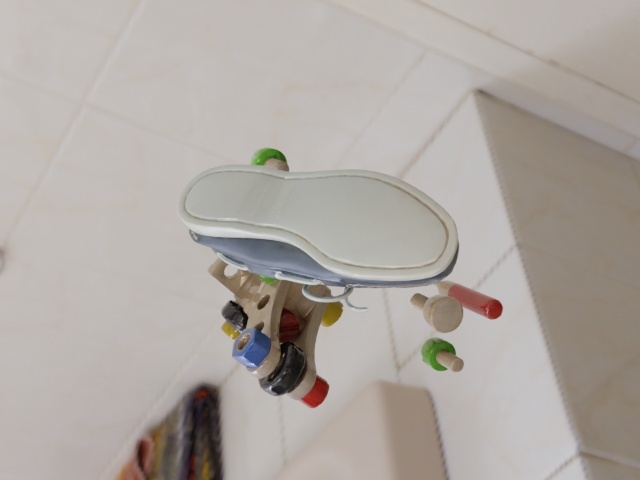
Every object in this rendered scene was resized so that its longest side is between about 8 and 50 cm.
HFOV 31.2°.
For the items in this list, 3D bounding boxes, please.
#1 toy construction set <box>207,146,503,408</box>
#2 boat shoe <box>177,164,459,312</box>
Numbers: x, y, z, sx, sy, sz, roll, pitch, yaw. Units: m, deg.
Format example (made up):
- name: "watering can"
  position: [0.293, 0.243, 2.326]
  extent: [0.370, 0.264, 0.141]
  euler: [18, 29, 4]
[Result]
- name: "toy construction set"
  position: [0.017, 0.045, 1.307]
  extent: [0.237, 0.308, 0.258]
  euler: [-155, 79, -67]
- name: "boat shoe"
  position: [0.000, 0.000, 0.922]
  extent: [0.254, 0.079, 0.095]
  euler: [6, 58, 29]
